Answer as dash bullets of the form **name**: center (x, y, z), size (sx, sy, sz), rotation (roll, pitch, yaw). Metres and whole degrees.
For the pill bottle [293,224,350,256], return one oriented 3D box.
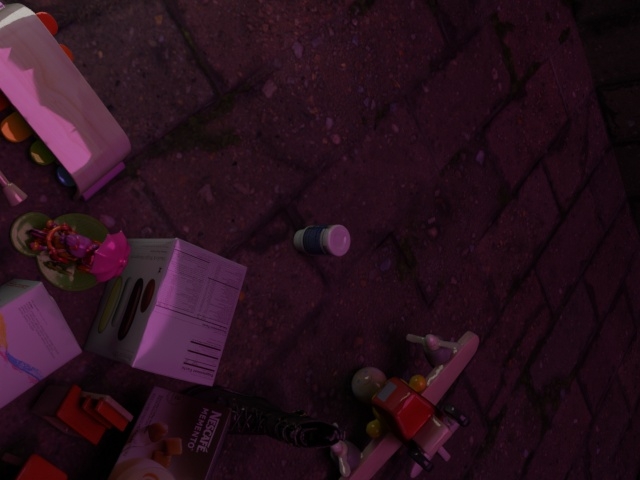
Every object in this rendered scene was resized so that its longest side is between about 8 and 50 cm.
- **pill bottle**: center (0.000, 0.000, 1.320), size (0.067, 0.120, 0.067), rotation (0, 90, -43)

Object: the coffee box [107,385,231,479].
- **coffee box**: center (-0.245, 0.370, 0.972), size (0.098, 0.141, 0.246), rotation (104, 4, -46)

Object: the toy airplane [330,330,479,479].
- **toy airplane**: center (0.190, 0.396, 1.435), size (0.386, 0.272, 0.384), rotation (-22, 143, -49)

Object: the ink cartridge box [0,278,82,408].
- **ink cartridge box**: center (-0.465, 0.152, 0.891), size (0.176, 0.128, 0.127), rotation (-38, 115, -35)

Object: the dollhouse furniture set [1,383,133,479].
- **dollhouse furniture set**: center (-0.404, 0.344, 0.904), size (0.262, 0.135, 0.259), rotation (61, 42, -41)

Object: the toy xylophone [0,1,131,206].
- **toy xylophone**: center (-0.440, -0.196, 0.946), size (0.236, 0.081, 0.322), rotation (-41, 116, -35)

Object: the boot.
- **boot**: center (-0.110, 0.331, 1.147), size (0.263, 0.229, 0.091), rotation (14, 81, -42)

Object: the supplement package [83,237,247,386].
- **supplement package**: center (-0.259, 0.114, 1.035), size (0.149, 0.194, 0.203), rotation (26, 72, -39)

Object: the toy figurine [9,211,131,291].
- **toy figurine**: center (-0.368, 0.010, 0.960), size (0.173, 0.159, 0.130), rotation (32, 69, -37)
